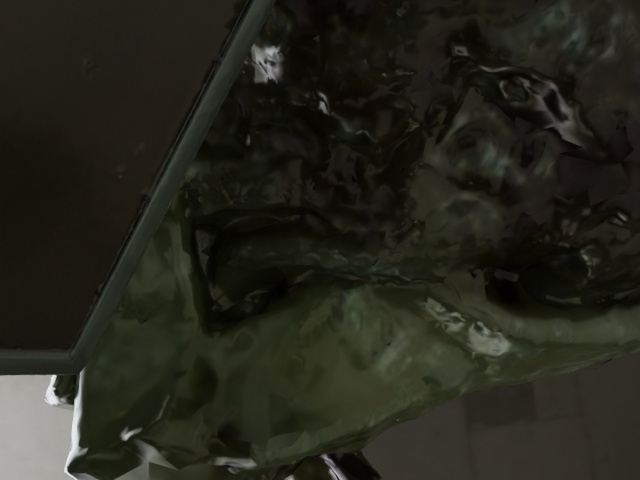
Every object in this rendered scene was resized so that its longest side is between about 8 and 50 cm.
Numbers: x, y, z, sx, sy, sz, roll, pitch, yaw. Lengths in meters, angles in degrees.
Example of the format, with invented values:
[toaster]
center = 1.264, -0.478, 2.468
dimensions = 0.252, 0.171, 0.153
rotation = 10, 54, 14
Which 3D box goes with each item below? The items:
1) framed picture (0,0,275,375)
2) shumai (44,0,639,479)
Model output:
[framed picture]
center = -0.099, -0.030, 0.343
dimensions = 0.142, 0.183, 0.011
rotation = 7, -150, -47
[shumai]
center = 0.000, 0.000, 0.590
dimensions = 0.395, 0.395, 0.348
rotation = 42, -104, -28
